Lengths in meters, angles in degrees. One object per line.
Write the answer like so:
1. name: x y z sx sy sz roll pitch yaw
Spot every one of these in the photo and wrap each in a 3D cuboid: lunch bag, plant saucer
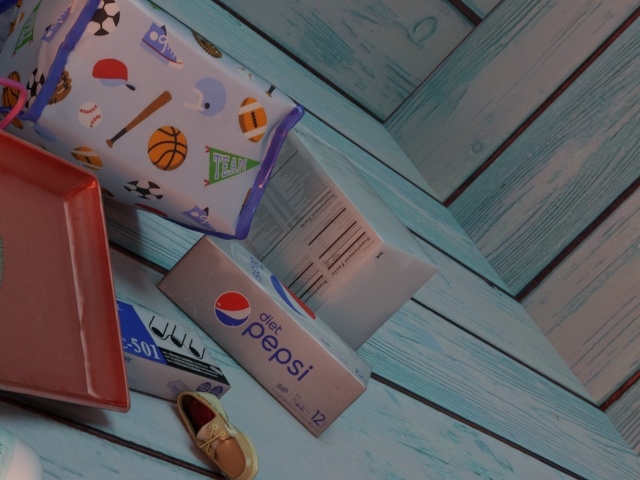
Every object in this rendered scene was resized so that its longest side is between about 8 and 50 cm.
1. lunch bag: -0.261 -0.177 1.722 0.328 0.239 0.385 33 -13 -29
2. plant saucer: -0.280 0.030 1.283 0.259 0.047 0.259 27 49 -62

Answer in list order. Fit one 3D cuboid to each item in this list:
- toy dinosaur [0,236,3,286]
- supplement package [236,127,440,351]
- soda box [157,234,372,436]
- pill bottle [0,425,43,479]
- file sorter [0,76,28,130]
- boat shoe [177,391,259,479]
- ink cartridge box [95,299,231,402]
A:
1. toy dinosaur: -0.313 0.038 1.053 0.160 0.314 0.121 20 -11 -5
2. supplement package: 0.000 0.000 2.072 0.263 0.198 0.199 52 15 29
3. soda box: -0.068 0.113 1.759 0.286 0.098 0.091 43 13 -3
4. pill bottle: -0.320 0.131 0.870 0.264 0.146 0.146 38 15 -22
5. file sorter: -0.455 -0.182 1.300 0.291 0.202 0.182 48 11 15
6. boat shoe: -0.114 0.210 1.454 0.045 0.050 0.135 25 13 -45
7. ink cartridge box: -0.193 0.119 1.485 0.207 0.046 0.097 26 22 -52
